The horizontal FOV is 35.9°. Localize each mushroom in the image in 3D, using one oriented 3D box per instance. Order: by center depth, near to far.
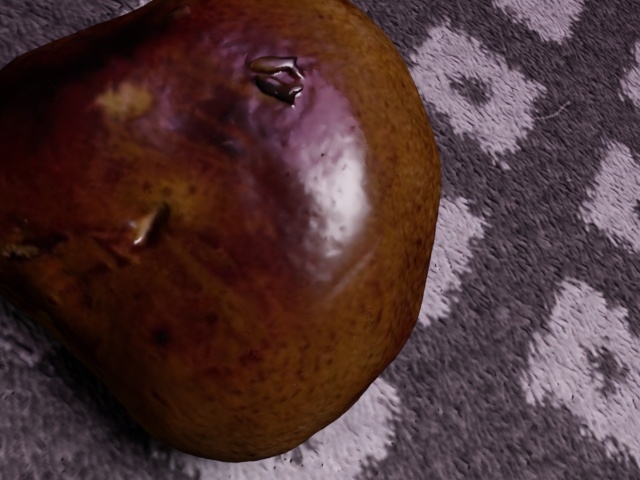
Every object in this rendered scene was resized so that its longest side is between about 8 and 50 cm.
[{"bbox_3d":[-0.080,-0.033,0.697,0.345,0.345,0.259,39,8,0],"label":"mushroom"}]
